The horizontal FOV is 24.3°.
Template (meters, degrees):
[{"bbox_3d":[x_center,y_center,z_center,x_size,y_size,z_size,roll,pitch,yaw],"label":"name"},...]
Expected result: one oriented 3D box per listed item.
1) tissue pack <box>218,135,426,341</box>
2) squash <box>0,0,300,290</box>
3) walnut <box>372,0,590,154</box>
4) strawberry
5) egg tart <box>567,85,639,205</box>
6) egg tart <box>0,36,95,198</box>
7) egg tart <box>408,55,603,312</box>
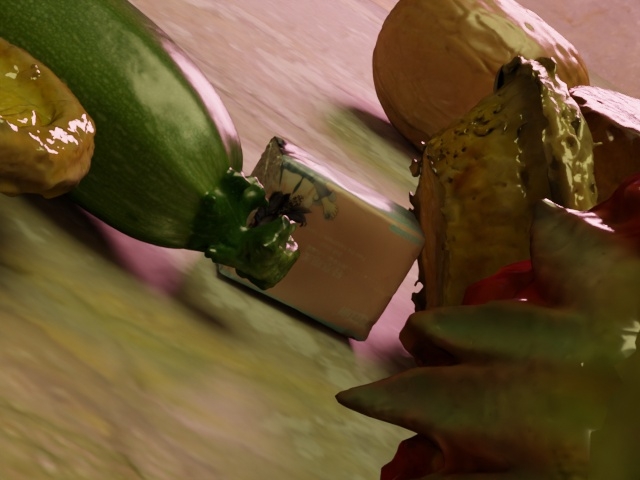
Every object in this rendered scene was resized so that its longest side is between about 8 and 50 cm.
[{"bbox_3d":[0.000,0.000,0.795,0.094,0.074,0.059,27,11,-17],"label":"tissue pack"},{"bbox_3d":[-0.157,-0.105,0.748,0.378,0.101,0.101,39,17,17],"label":"squash"},{"bbox_3d":[0.138,-0.138,1.306,0.197,0.165,0.165,42,16,-2],"label":"walnut"},{"bbox_3d":[0.191,0.118,0.537,0.343,0.292,0.292,35,11,-45],"label":"strawberry"},{"bbox_3d":[0.215,-0.019,1.072,0.202,0.147,0.202,19,20,-7],"label":"egg tart"},{"bbox_3d":[-0.186,-0.063,0.612,0.191,0.074,0.191,30,16,-10],"label":"egg tart"},{"bbox_3d":[0.099,0.002,0.815,0.090,0.213,0.212,-2,24,-7],"label":"egg tart"}]
